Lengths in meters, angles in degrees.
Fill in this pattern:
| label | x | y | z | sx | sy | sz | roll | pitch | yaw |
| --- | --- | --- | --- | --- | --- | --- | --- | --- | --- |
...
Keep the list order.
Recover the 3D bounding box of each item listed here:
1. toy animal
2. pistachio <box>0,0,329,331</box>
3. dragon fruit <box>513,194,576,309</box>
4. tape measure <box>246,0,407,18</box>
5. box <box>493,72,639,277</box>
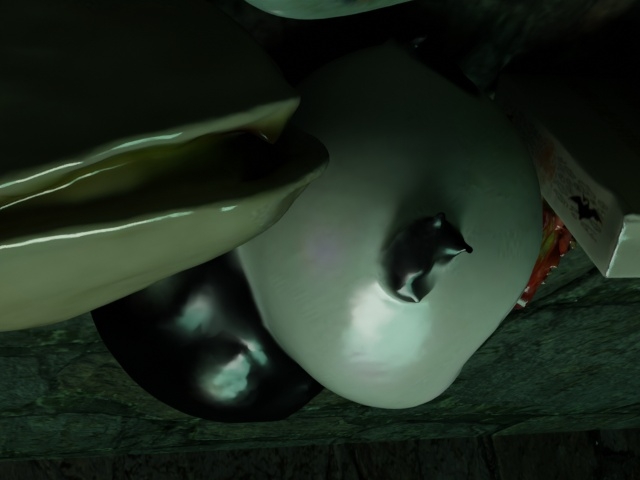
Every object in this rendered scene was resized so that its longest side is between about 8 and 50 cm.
| label | x | y | z | sx | sy | sz | roll | pitch | yaw |
| --- | --- | --- | --- | --- | --- | --- | --- | --- | --- |
| toy animal | 0.000 | 0.000 | 0.667 | 0.251 | 0.251 | 0.310 | 12 | 150 | -41 |
| pistachio | -0.160 | -0.052 | 0.521 | 0.332 | 0.207 | 0.226 | -2 | -157 | 8 |
| dragon fruit | 0.155 | 0.044 | 1.000 | 0.274 | 0.126 | 0.161 | -16 | 158 | 30 |
| tape measure | 0.058 | -0.162 | 0.293 | 0.243 | 0.125 | 0.246 | -21 | -175 | -11 |
| box | 0.324 | -0.051 | 0.683 | 0.365 | 0.204 | 0.051 | 0 | 123 | -14 |
